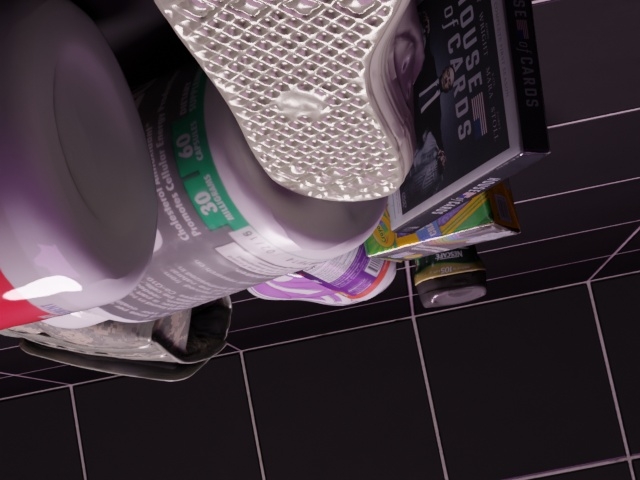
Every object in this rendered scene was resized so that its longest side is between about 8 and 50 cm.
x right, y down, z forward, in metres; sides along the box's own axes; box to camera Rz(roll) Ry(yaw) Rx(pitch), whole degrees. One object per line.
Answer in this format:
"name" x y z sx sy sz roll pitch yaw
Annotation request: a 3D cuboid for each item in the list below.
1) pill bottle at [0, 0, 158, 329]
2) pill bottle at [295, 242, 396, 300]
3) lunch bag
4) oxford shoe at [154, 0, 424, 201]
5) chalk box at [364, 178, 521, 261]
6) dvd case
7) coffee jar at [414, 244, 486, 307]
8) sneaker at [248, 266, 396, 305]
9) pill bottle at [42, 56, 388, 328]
"pill bottle" -0.345 -0.024 0.928 0.407 0.229 0.229 -13 170 13
"pill bottle" 0.000 0.000 1.676 0.193 0.108 0.108 27 147 -36
"lunch bag" -0.245 0.064 1.467 0.235 0.169 0.287 9 166 13
"oxford shoe" -0.009 -0.171 0.811 0.169 0.130 0.449 5 158 11
"chalk box" 0.119 -0.051 1.574 0.213 0.132 0.132 -14 171 22
"dvd case" 0.105 -0.120 1.023 0.029 0.179 0.238 -1 167 -20
"coffee jar" 0.165 -0.003 1.727 0.096 0.184 0.079 -9 170 -12
"sneaker" 0.028 0.047 2.119 0.282 0.102 0.161 -5 166 -29
"pill bottle" -0.131 -0.040 1.145 0.361 0.204 0.204 -21 166 41
